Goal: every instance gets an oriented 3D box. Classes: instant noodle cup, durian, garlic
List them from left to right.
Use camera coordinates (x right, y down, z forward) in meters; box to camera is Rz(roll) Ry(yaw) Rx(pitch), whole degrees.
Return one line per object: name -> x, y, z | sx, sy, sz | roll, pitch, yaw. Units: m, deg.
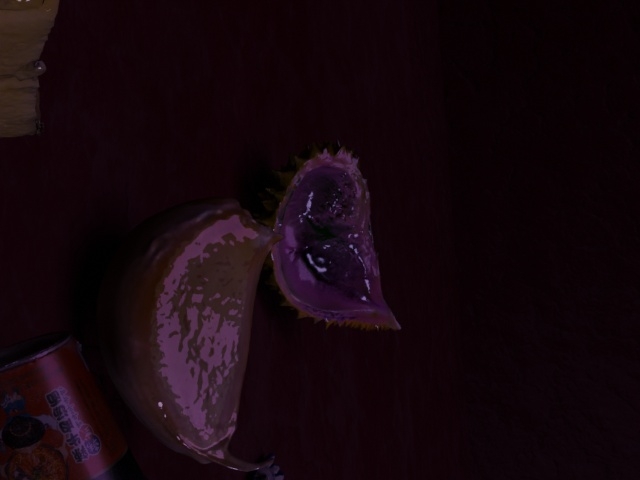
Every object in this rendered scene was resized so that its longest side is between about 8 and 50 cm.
instant noodle cup -> -0.199, 0.144, 0.735 | 0.127, 0.127, 0.136 | -39, 113, -69
garlic -> -0.118, 0.080, 0.915 | 0.145, 0.164, 0.245 | 75, 17, -82
durian -> -0.015, 0.000, 1.317 | 0.186, 0.153, 0.261 | -13, 103, -49

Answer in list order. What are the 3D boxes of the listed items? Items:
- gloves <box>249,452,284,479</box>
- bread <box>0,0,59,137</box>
gloves -> -0.064, 0.296, 1.227 | 0.086, 0.026, 0.064 | -30, 114, -75
bread -> -0.216, -0.221, 0.692 | 0.236, 0.198, 0.264 | 40, 44, -73
